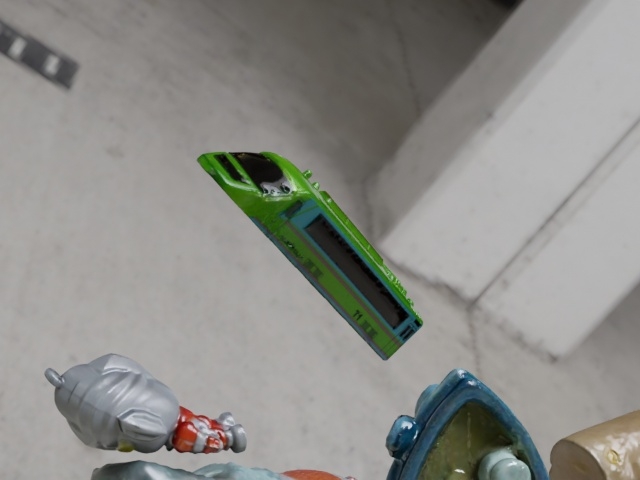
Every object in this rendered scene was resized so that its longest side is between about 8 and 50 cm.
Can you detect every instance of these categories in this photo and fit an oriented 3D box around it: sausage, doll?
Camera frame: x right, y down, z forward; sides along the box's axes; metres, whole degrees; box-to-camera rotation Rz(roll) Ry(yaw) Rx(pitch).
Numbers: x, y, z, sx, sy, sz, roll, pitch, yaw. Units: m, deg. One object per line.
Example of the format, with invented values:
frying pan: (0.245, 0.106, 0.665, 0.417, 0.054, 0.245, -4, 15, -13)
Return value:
sausage: (0.283, 0.132, 1.053, 0.301, 0.065, 0.066, -12, 51, -38)
doll: (-0.141, 0.140, 1.208, 0.180, 0.079, 0.094, 20, 6, -25)

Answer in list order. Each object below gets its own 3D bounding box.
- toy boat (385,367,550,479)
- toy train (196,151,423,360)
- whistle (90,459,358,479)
toy boat: (0.082, 0.182, 0.779, 0.109, 0.237, 0.098, -9, 9, -9)
toy train: (0.000, 0.000, 0.853, 0.044, 0.042, 0.209, 47, -1, 39)
whistle: (-0.053, 0.256, 1.317, 0.348, 0.189, 0.189, 40, 16, -36)
